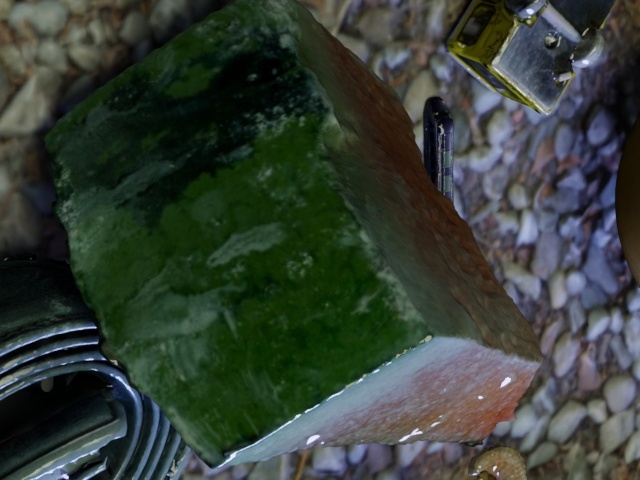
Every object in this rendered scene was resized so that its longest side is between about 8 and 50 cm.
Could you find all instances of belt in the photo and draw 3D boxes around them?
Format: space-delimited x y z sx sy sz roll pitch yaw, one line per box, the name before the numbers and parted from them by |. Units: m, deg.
belt | -0.185 0.123 1.168 0.267 0.116 0.206 -42 133 -14

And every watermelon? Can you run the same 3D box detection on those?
watermelon | 0.004 -0.009 1.189 0.302 0.264 0.151 5 139 -47

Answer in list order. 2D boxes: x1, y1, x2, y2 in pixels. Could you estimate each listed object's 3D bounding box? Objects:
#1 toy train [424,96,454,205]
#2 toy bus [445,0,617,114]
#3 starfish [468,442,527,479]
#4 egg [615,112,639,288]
toy train | 0.083 -0.058 1.362 0.017 0.017 0.083 -13 111 -32
toy bus | 0.177 -0.202 1.347 0.081 0.074 0.226 34 84 -37
starfish | 0.061 0.275 1.345 0.299 0.060 0.302 -38 123 14
egg | 0.361 -0.037 1.412 0.322 0.250 0.250 -17 113 -33
